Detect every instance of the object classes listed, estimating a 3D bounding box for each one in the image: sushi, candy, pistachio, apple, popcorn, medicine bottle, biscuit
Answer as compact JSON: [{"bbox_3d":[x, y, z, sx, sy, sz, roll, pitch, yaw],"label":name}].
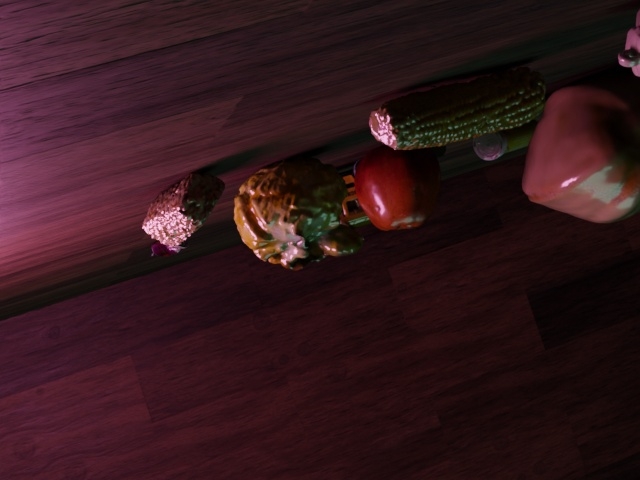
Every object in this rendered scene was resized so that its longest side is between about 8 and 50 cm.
[{"bbox_3d":[0.212,-0.187,2.129,0.083,0.044,0.046,-15,-161,-28],"label":"sushi"},{"bbox_3d":[-0.348,0.014,2.362,0.045,0.043,0.175,-19,-177,-33],"label":"candy"},{"bbox_3d":[0.548,-0.189,1.979,0.365,0.281,0.445,-31,-174,27],"label":"pistachio"},{"bbox_3d":[0.147,-0.098,1.925,0.156,0.158,0.147,-8,164,-13],"label":"apple"},{"bbox_3d":[-0.030,-0.037,1.660,0.198,0.212,0.198,-37,-158,17],"label":"popcorn"},{"bbox_3d":[0.421,-0.229,2.315,0.074,0.074,0.218,-20,180,38],"label":"medicine bottle"},{"bbox_3d":[-0.194,-0.045,1.475,0.070,0.082,0.168,30,157,-18],"label":"biscuit"}]

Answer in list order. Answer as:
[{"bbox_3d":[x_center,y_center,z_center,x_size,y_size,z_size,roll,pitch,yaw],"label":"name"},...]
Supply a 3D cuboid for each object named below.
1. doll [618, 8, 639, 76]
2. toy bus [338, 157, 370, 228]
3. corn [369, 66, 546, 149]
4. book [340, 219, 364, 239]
[{"bbox_3d":[0.489,-0.259,1.234,0.293,0.138,0.119,-21,138,-4],"label":"doll"},{"bbox_3d":[0.028,-0.076,2.053,0.336,0.123,0.121,-17,176,-9],"label":"toy bus"},{"bbox_3d":[0.188,-0.173,1.376,0.288,0.086,0.086,-16,178,-33],"label":"corn"},{"bbox_3d":[0.000,0.000,2.021,0.138,0.016,0.199,-17,169,12],"label":"book"}]
